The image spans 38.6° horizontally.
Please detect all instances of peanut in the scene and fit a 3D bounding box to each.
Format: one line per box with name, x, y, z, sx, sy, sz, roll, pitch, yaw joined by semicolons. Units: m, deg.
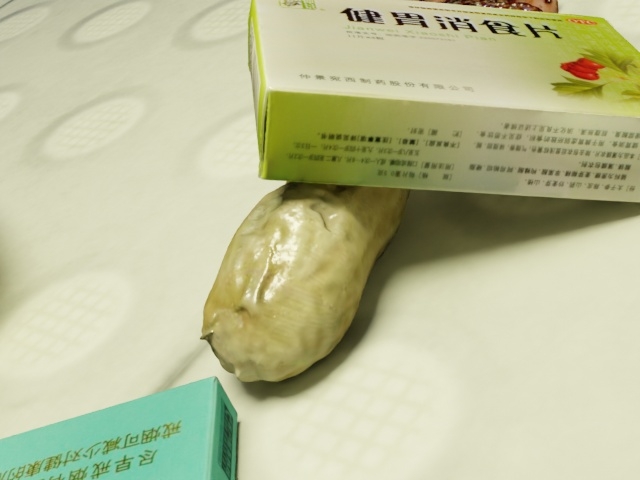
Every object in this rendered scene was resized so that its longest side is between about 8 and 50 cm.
peanut;0.000;0.000;0.575;0.099;0.099;0.214;1;34;32

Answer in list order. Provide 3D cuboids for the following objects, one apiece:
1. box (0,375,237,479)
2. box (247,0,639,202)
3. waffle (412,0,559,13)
box;-0.122;0.174;0.433;0.162;0.041;0.229;-18;33;8
box;0.086;-0.097;0.586;0.261;0.062;0.175;2;32;-8
waffle;0.093;-0.197;0.829;0.234;0.055;0.221;-14;32;4
